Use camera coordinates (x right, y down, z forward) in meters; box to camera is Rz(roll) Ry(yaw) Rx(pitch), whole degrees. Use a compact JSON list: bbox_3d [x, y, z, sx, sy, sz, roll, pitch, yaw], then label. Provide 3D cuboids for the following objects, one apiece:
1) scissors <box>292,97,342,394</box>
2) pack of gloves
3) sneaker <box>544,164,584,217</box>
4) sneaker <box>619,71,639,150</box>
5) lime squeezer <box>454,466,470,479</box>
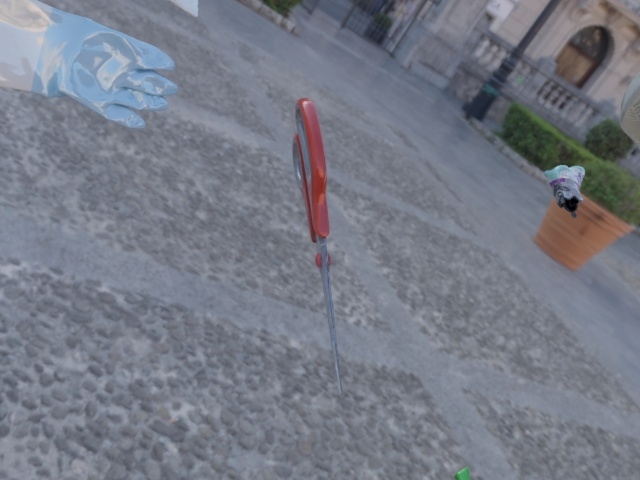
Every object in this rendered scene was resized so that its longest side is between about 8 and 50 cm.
[{"bbox_3d":[0.000,0.000,0.706,0.021,0.109,0.296,-4,69,-12],"label":"scissors"},{"bbox_3d":[-0.173,-0.195,0.542,0.046,0.194,0.232,18,5,36],"label":"pack of gloves"},{"bbox_3d":[0.334,-0.063,0.937,0.098,0.038,0.069,-6,77,-48],"label":"sneaker"},{"bbox_3d":[0.440,-0.182,0.832,0.131,0.148,0.350,12,-5,26],"label":"sneaker"},{"bbox_3d":[0.201,0.408,0.744,0.110,0.058,0.310,-15,57,-34],"label":"lime squeezer"}]
